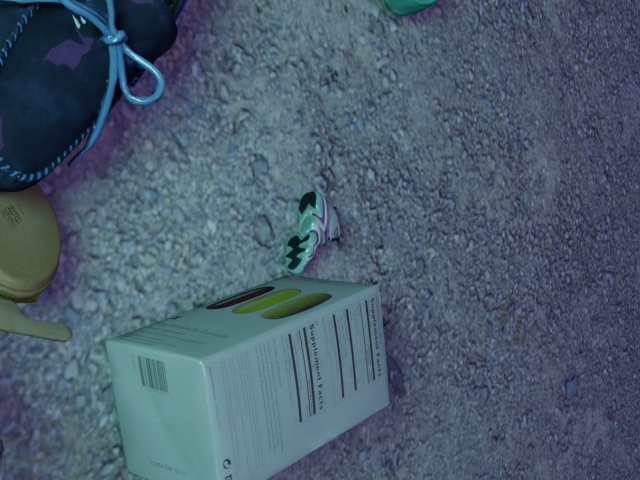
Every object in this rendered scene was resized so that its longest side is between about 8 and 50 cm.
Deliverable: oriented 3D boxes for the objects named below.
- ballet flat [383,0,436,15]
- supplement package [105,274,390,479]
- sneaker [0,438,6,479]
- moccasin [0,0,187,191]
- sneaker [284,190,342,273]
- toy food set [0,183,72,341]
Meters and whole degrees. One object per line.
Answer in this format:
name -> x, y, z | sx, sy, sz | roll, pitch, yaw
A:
ballet flat -> 0.071, -0.361, 0.967 | 0.247, 0.087, 0.083 | 42, 62, -40
supplement package -> -0.060, 0.130, 0.811 | 0.244, 0.139, 0.134 | -19, 107, -47
sneaker -> -0.293, 0.094, 0.546 | 0.115, 0.090, 0.232 | -30, 71, -27
moccasin -> -0.171, -0.189, 0.648 | 0.138, 0.116, 0.342 | 53, 47, -49
sneaker -> 0.000, 0.000, 0.945 | 0.069, 0.038, 0.098 | 32, 69, -44
toy food set -> -0.250, -0.013, 0.629 | 0.132, 0.038, 0.192 | 33, 39, -59
